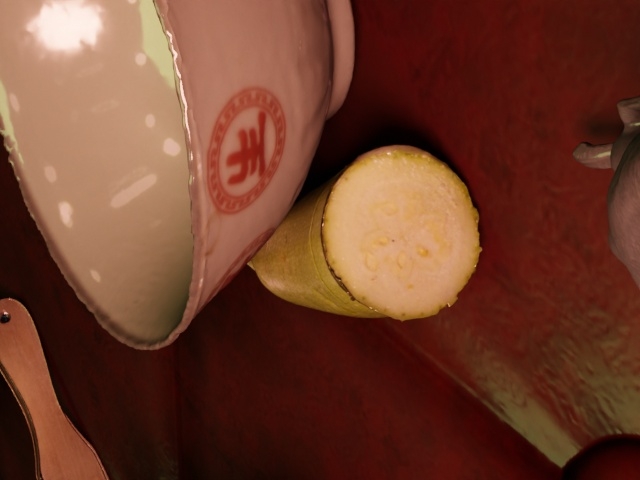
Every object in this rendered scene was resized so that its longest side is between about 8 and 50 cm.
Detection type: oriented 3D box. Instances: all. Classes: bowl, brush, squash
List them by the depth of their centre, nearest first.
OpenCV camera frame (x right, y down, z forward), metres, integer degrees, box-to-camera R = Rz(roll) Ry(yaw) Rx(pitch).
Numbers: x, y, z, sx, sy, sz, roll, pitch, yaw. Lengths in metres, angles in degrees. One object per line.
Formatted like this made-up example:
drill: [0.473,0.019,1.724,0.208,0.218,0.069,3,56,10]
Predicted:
bowl: [-0.083,-0.118,0.760,0.337,0.158,0.337,42,142,45]
squash: [0.000,0.000,0.794,0.224,0.094,0.094,-6,105,65]
brush: [-0.281,0.217,1.411,0.327,0.070,0.065,65,160,7]

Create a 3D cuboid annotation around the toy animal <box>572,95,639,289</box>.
toy animal: [0.164,-0.031,0.469,0.269,0.137,0.082,-64,-45,-76]
